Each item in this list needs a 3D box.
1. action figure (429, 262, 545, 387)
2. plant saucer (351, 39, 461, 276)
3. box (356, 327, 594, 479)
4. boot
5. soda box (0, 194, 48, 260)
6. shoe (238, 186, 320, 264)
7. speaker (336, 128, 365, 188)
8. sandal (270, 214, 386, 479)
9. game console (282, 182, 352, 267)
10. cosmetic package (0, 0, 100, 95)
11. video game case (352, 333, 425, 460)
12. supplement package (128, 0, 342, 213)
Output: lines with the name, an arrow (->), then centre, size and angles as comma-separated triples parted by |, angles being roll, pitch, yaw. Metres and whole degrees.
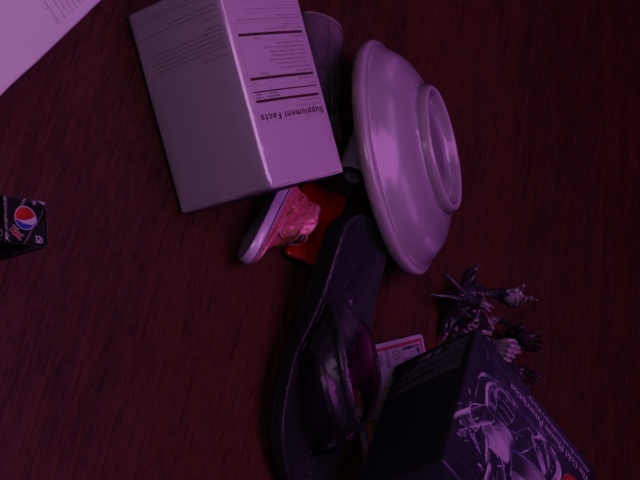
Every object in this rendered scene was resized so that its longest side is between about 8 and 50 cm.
action figure -> 0.318, 0.148, 2.158 | 0.276, 0.141, 0.164 | 41, 61, -38
plant saucer -> 0.160, -0.143, 1.978 | 0.400, 0.101, 0.400 | -10, 90, -72
box -> 0.248, 0.376, 1.846 | 0.343, 0.179, 0.312 | 49, 34, -17
boot -> -0.016, -0.273, 1.922 | 0.190, 0.076, 0.208 | 27, 65, -61
soda box -> -0.375, -0.005, 1.319 | 0.060, 0.169, 0.053 | 10, 71, -49
shoe -> -0.057, -0.015, 1.787 | 0.081, 0.063, 0.178 | 37, 45, -13
speaker -> 0.070, -0.154, 2.009 | 0.055, 0.055, 0.136 | 48, 46, -31
sandal -> 0.030, 0.171, 1.777 | 0.167, 0.107, 0.445 | 29, 69, -49
game console -> 0.000, 0.000, 1.908 | 0.124, 0.085, 0.144 | 22, 57, -11
cosmetic package -> -0.396, -0.257, 1.337 | 0.156, 0.217, 0.385 | 54, 45, -25
video game case -> 0.132, 0.308, 1.968 | 0.204, 0.025, 0.285 | -7, 84, -52
supplement package -> -0.118, -0.206, 1.692 | 0.175, 0.177, 0.293 | -17, 93, -52
